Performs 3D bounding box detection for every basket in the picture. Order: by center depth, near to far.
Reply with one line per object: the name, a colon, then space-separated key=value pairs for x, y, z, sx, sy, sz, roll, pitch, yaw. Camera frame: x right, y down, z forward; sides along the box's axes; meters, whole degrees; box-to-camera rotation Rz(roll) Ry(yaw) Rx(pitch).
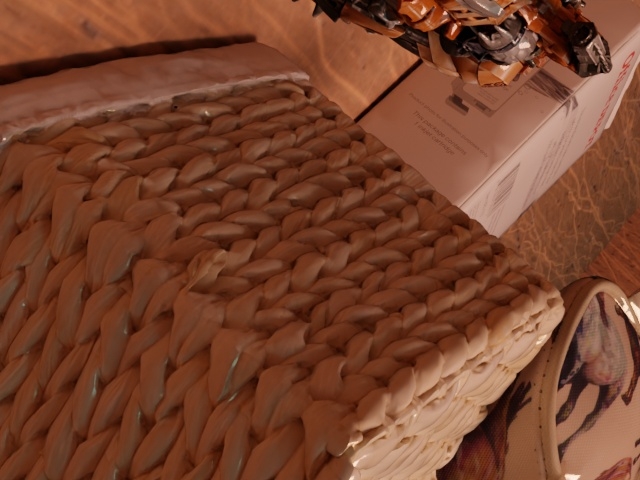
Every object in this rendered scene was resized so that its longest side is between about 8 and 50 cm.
basket: x=-0.086 y=0.098 z=0.936 sx=0.328 sy=0.266 sz=0.331 roll=-57 pitch=166 yaw=24

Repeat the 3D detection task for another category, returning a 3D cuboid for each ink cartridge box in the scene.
ink cartridge box: x=0.138 y=-0.087 z=1.433 sx=0.283 sy=0.117 sz=0.207 roll=-43 pitch=165 yaw=-22

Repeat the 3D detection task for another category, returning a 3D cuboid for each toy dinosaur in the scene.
toy dinosaur: x=0.058 y=-0.140 z=0.843 sx=0.164 sy=0.218 sz=0.322 roll=-47 pitch=166 yaw=-15

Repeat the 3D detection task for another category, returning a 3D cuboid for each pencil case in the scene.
pencil case: x=0.046 y=0.110 z=1.182 sx=0.410 sy=0.160 sz=0.183 roll=-3 pitch=-155 yaw=42
